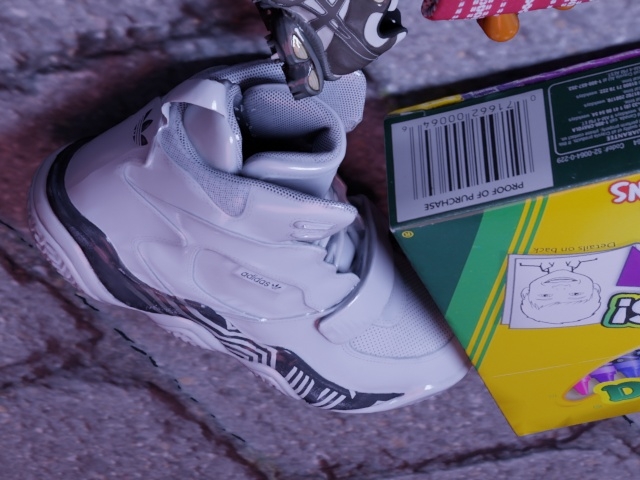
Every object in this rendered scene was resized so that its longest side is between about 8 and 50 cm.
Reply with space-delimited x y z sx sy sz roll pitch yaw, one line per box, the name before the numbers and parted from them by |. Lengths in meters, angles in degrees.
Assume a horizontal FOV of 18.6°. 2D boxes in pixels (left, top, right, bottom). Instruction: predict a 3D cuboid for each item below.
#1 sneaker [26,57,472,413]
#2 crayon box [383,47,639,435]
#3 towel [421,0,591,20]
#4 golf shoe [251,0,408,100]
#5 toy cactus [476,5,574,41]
sneaker | 0.000 0.000 1.346 0.366 0.137 0.210 24 143 -27
crayon box | 0.263 -0.005 1.351 0.363 0.106 0.313 -13 144 16
towel | 0.196 -0.203 1.016 0.275 0.031 0.199 -12 147 -22
golf shoe | -0.003 -0.168 1.157 0.094 0.077 0.198 -19 149 4
toy cactus | 0.134 -0.206 1.078 0.180 0.112 0.219 -24 142 3
